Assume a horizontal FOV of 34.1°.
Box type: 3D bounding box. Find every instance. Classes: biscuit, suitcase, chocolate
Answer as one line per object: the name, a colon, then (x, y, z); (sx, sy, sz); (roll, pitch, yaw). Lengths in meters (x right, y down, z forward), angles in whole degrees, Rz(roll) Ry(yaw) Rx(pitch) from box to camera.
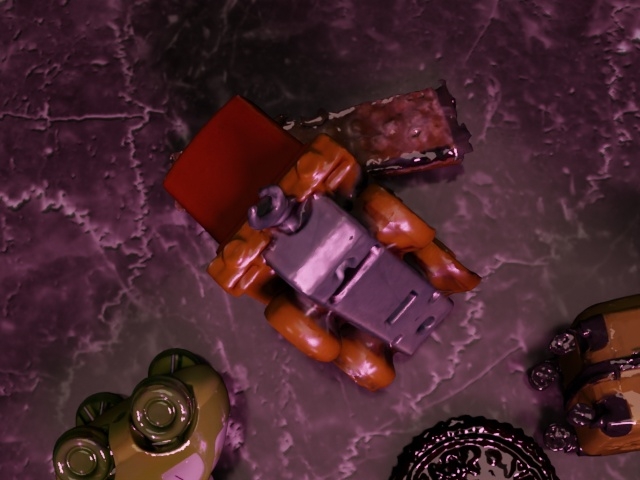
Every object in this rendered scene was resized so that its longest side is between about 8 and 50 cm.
biscuit: (0.160, 0.277, 1.080); (0.195, 0.053, 0.194); (-1, 80, 3)
suitcase: (0.336, 0.124, 1.030); (0.235, 0.194, 0.143); (-10, 70, 0)
chocolate: (-0.001, -0.092, 1.153); (0.329, 0.065, 0.102); (-12, 65, -1)

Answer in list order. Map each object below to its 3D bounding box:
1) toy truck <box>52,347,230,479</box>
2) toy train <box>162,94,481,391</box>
toy truck: (-0.170, 0.232, 1.067); (0.187, 0.148, 0.210); (-15, 100, 2)
toy train: (0.000, 0.000, 0.995); (0.163, 0.369, 0.231); (-48, 60, 4)
